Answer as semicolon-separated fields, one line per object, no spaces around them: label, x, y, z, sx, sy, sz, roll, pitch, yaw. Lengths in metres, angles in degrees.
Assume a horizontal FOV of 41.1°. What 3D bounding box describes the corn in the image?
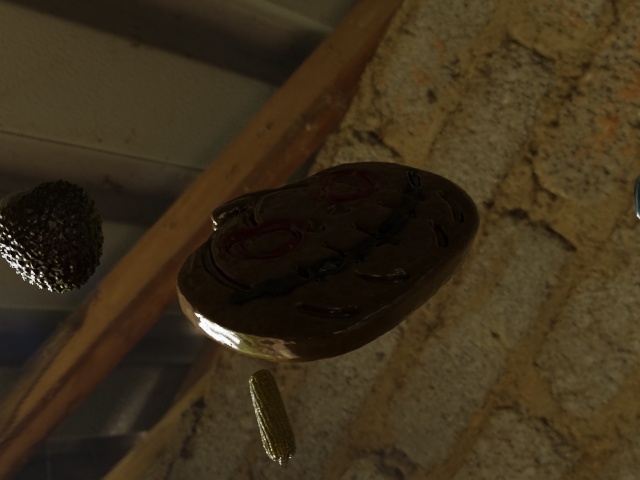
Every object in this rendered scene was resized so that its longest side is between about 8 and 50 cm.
corn;-0.040;0.150;0.718;0.027;0.083;0.028;-15;-23;-8

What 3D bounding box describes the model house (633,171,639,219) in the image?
model house;0.274;0.002;0.273;0.241;0.226;0.261;0;-88;-25

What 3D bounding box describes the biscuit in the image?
biscuit;0.000;-0.001;0.999;0.367;0.314;0.063;-36;-45;-36

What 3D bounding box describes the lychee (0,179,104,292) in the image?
lychee;-0.391;-0.005;1.254;0.171;0.171;0.171;-30;-39;-27
